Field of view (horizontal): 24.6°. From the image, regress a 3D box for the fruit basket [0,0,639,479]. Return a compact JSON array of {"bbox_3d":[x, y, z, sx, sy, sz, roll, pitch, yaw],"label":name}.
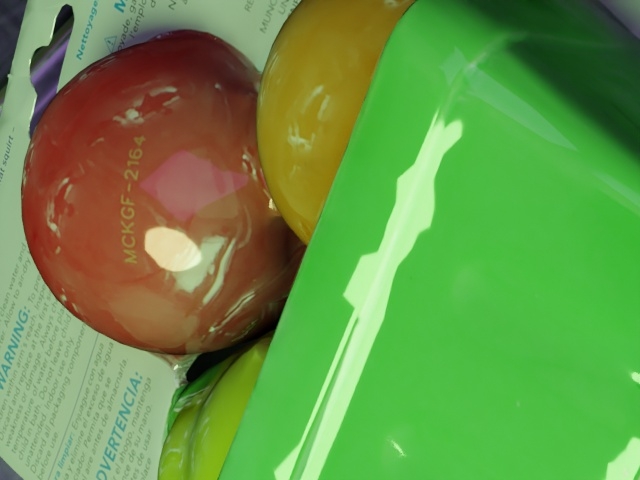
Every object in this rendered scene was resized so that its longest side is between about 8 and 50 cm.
[{"bbox_3d":[0.000,0.000,0.507,0.353,0.165,0.327,38,116,41],"label":"fruit basket"}]
